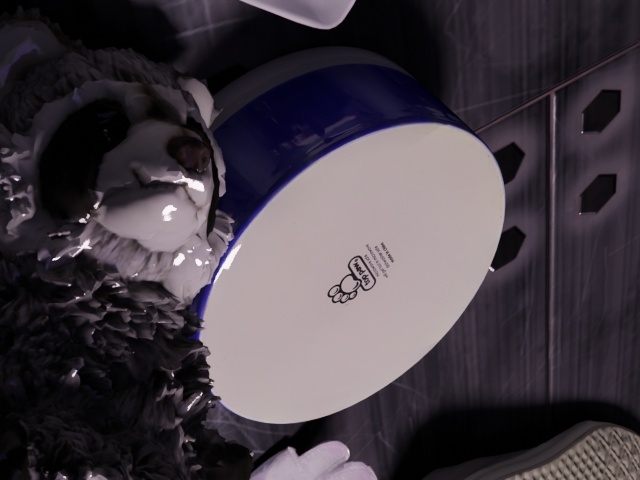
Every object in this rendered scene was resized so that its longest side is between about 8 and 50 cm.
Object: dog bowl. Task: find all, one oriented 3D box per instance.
[{"bbox_3d":[0.000,0.000,0.992,0.265,0.104,0.264,-23,136,-24],"label":"dog bowl"}]

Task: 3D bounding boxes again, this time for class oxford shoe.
[{"bbox_3d":[0.227,0.283,1.438,0.130,0.169,0.449,-15,171,40],"label":"oxford shoe"}]

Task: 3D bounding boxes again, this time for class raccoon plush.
[{"bbox_3d":[-0.229,0.054,0.840,0.447,0.299,0.216,-17,154,26],"label":"raccoon plush"}]

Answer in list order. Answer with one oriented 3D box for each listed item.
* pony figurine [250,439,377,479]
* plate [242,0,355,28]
[{"bbox_3d":[-0.041,0.392,1.214,0.351,0.302,0.363,-31,156,-2],"label":"pony figurine"},{"bbox_3d":[-0.028,-0.274,0.770,0.278,0.045,0.277,11,116,-45],"label":"plate"}]
